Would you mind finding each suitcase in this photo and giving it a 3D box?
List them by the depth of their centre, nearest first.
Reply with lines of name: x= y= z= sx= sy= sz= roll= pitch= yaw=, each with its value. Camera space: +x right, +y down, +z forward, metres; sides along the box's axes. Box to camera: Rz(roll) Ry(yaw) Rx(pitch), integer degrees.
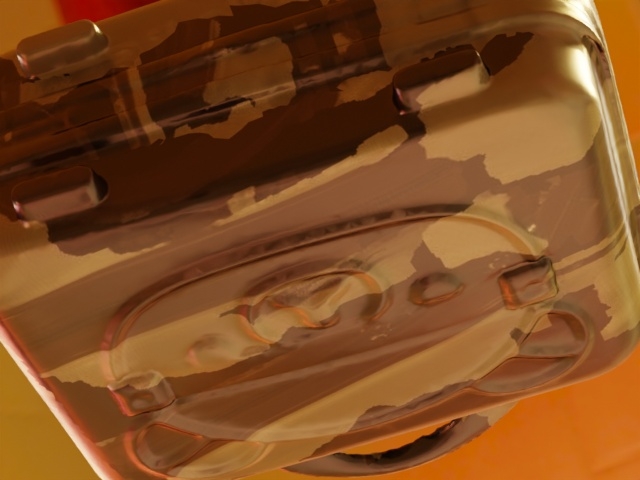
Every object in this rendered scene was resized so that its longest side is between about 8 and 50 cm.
suitcase: x=0.000 y=0.000 z=1.056 sx=0.351 sy=0.194 sz=0.339 roll=-17 pitch=140 yaw=8
